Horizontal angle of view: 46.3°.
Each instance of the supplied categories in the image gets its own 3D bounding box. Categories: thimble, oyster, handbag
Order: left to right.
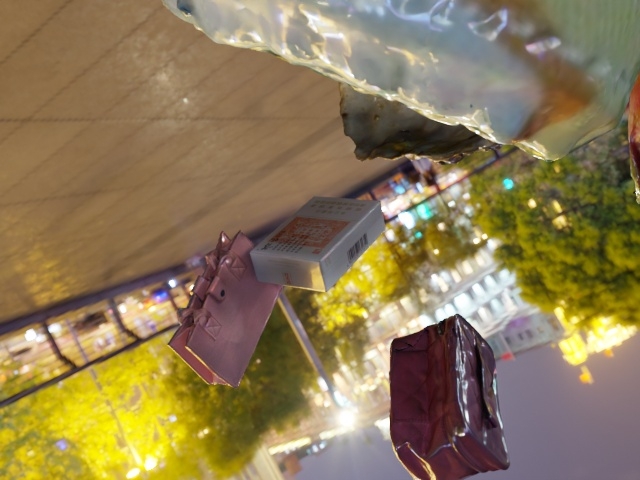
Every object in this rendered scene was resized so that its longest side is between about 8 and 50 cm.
[{"bbox_3d":[-0.145,0.108,1.172,0.059,0.157,0.213,1,-127,30],"label":"handbag"},{"bbox_3d":[0.051,-0.162,0.428,0.254,0.288,0.167,-64,175,-79],"label":"thimble"},{"bbox_3d":[0.175,0.219,1.029,0.135,0.146,0.225,-24,-146,26],"label":"handbag"},{"bbox_3d":[0.182,-0.177,0.954,0.396,0.204,0.111,-5,159,35],"label":"oyster"}]

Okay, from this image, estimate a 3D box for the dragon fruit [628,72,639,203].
[{"bbox_3d":[0.405,-0.125,0.710,0.268,0.295,0.130,5,-175,-18],"label":"dragon fruit"}]

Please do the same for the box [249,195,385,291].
[{"bbox_3d":[0.000,0.000,1.209,0.141,0.058,0.201,7,-146,34],"label":"box"}]
